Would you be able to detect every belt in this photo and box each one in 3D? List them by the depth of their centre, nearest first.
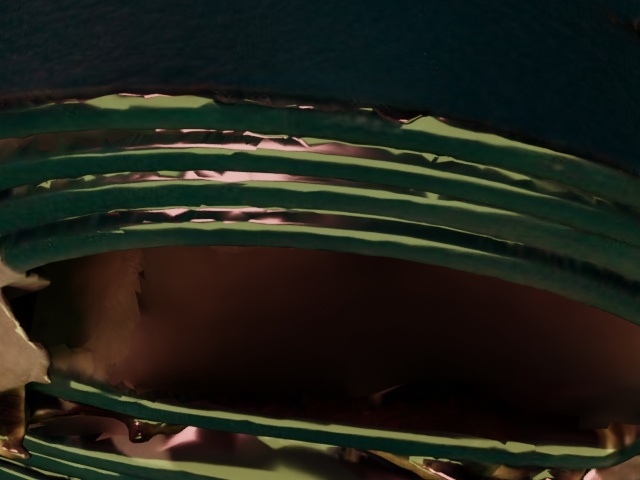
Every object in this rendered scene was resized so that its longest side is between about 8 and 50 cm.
[{"bbox_3d":[0.002,0.000,0.603,0.437,0.173,0.300,4,140,-1],"label":"belt"}]
